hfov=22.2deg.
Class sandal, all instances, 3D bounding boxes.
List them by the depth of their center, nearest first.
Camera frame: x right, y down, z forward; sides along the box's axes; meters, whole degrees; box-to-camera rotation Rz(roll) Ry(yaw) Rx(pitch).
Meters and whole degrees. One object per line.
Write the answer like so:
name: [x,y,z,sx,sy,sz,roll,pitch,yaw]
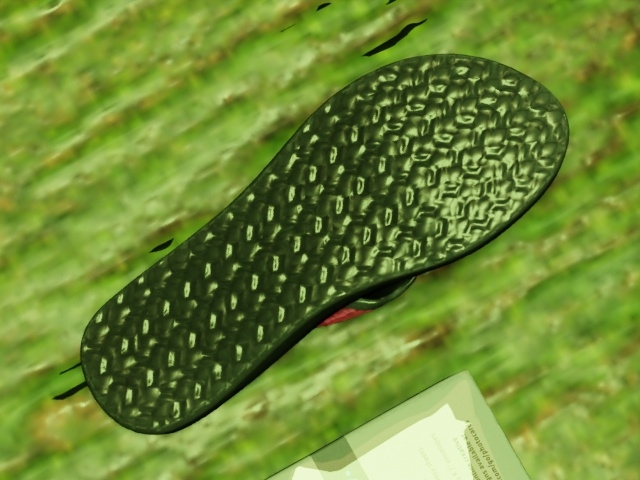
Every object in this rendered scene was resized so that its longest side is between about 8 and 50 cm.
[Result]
sandal: [0.000,0.000,0.539,0.179,0.040,0.067,-35,77,8]

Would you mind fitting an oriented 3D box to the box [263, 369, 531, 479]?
box: [0.000,0.147,0.510,0.186,0.038,0.145,-28,82,-5]
